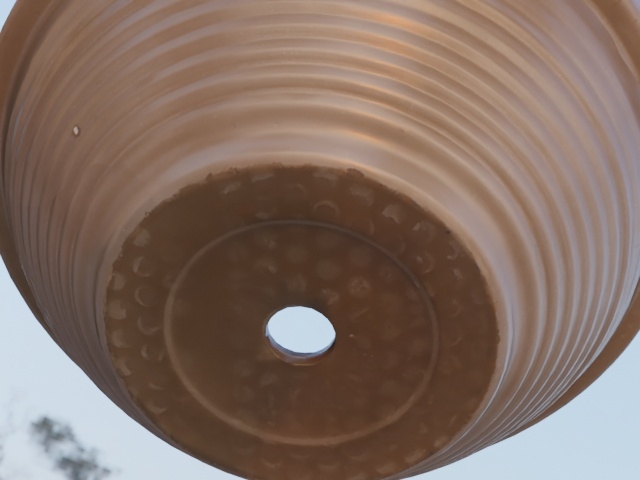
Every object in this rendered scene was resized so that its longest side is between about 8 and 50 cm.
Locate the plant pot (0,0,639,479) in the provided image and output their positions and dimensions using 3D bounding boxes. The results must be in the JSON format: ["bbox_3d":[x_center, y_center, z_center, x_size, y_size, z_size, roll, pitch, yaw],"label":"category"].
[{"bbox_3d":[0.000,0.000,0.489,0.237,0.110,0.237,3,-57,4],"label":"plant pot"}]
